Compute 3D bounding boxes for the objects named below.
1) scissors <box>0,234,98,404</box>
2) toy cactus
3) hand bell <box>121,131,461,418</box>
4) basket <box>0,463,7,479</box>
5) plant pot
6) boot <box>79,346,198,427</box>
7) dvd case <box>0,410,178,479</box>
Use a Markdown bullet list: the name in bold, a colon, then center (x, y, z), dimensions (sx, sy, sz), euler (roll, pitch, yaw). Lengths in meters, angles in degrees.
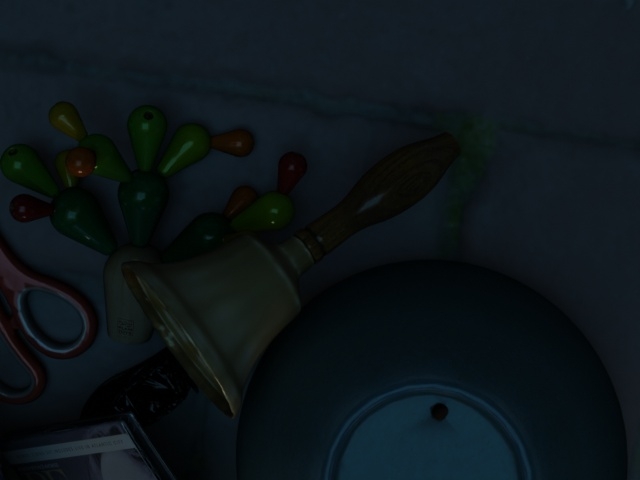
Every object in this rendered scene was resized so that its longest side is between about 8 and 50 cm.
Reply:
- **scissors**: center (-0.279, -0.013, 0.985), dimensions (0.109, 0.021, 0.297), euler (-31, 99, 9)
- **toy cactus**: center (-0.127, -0.007, 0.950), dimensions (0.219, 0.112, 0.180), euler (5, 111, -9)
- **hand bell**: center (0.000, 0.000, 0.886), dimensions (0.242, 0.126, 0.126), euler (-35, 98, -14)
- **basket**: center (-0.307, 0.230, 0.892), dimensions (0.201, 0.289, 0.254), euler (-26, 101, 11)
- **plant pot**: center (0.075, 0.154, 0.885), dimensions (0.290, 0.195, 0.290), euler (0, 87, 5)
- **boot**: center (-0.138, 0.121, 0.964), dimensions (0.121, 0.099, 0.045), euler (-36, 96, 7)
- **dvd case**: center (-0.134, 0.226, 0.962), dimensions (0.165, 0.018, 0.221), euler (-15, 111, 44)
